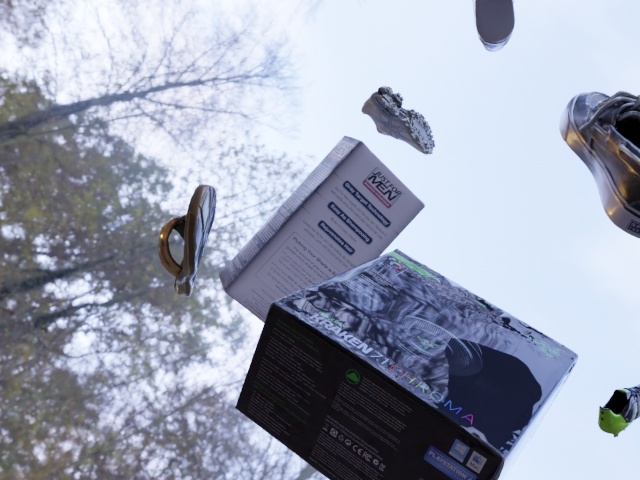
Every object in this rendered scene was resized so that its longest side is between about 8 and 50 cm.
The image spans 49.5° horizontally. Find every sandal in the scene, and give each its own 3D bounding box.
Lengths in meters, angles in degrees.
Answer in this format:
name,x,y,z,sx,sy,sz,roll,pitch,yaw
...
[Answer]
name,x,y,z,sx,sy,sz,roll,pitch,yaw
sandal,-0.145,0.005,0.726,0.049,0.072,0.180,18,-32,-8

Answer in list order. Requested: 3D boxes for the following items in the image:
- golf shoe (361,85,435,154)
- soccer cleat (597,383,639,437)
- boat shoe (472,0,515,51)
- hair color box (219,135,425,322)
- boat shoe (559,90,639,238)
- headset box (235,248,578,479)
name,x,y,z,sx,sy,sz,roll,pitch,yaw
golf shoe,0.159,-0.236,1.420,0.176,0.069,0.086,44,-38,-17
soccer cleat,0.604,0.312,1.350,0.060,0.179,0.072,16,-56,53
boat shoe,0.122,-0.181,0.486,0.035,0.035,0.100,-3,-95,10
hair color box,0.000,0.000,1.241,0.174,0.347,0.105,42,1,-21
boat shoe,0.382,-0.130,0.868,0.113,0.306,0.104,13,-53,1
headset box,0.103,0.141,0.720,0.246,0.283,0.131,31,-65,24
